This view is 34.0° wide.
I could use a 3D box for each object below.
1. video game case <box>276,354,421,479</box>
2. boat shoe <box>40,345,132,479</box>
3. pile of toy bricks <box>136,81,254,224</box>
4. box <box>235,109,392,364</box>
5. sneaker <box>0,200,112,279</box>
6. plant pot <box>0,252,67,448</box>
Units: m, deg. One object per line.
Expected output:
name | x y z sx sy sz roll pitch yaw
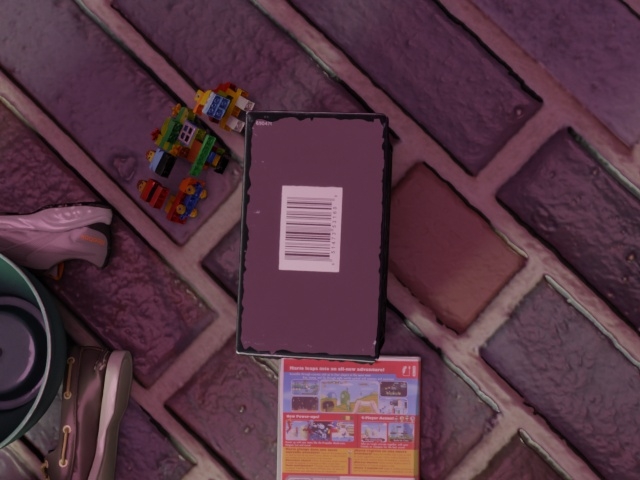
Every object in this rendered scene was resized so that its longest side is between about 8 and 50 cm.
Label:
video game case | 0.040 0.304 1.486 0.204 0.025 0.285 1 88 4
boat shoe | -0.337 0.300 1.471 0.091 0.109 0.305 9 82 4
pile of toy bricks | -0.198 -0.140 1.490 0.105 0.118 0.212 34 101 36
box | 0.000 0.000 1.366 0.182 0.294 0.297 3 88 6
sneaker | -0.429 0.009 1.492 0.271 0.100 0.108 -6 92 3
plant pot | -0.472 0.153 1.433 0.292 0.196 0.293 -1 84 8
